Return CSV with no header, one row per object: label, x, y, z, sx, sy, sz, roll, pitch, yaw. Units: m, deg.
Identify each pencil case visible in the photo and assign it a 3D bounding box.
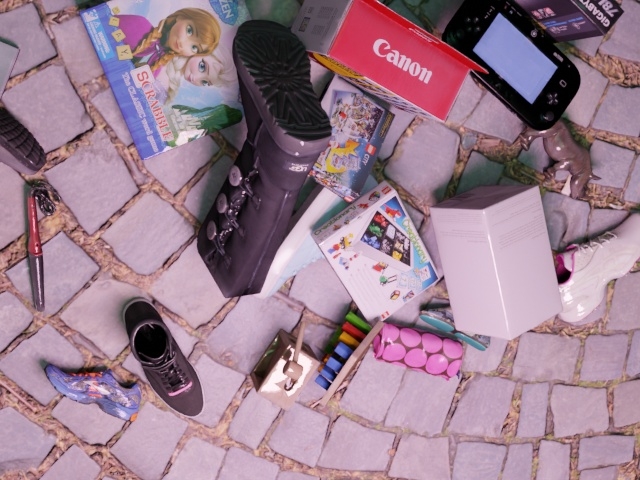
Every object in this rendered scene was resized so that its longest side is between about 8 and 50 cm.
pencil case,0.217,0.252,2.017,0.209,0.095,0.098,17,113,-11

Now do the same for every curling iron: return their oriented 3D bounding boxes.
curling iron,-0.575,0.016,1.842,0.068,0.035,0.274,4,99,-12

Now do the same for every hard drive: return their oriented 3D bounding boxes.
hard drive,-0.665,-0.335,1.767,0.094,0.022,0.135,22,96,-14

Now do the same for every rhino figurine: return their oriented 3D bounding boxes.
rhino figurine,0.550,-0.183,2.010,0.106,0.073,0.243,-41,106,2

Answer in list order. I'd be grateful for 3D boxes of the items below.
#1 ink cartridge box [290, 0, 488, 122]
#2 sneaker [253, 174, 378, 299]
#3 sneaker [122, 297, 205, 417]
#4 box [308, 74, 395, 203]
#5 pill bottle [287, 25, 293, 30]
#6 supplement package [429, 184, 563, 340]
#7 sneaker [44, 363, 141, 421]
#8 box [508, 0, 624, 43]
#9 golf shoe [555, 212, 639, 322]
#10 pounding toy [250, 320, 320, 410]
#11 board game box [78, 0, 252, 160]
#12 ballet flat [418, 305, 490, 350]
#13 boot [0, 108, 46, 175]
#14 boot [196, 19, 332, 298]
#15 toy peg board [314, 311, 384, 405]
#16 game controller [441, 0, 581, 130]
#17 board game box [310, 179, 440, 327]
ink cartridge box,0.128,-0.359,1.754,0.309,0.272,0.130,23,95,-30
sneaker,0.000,0.000,1.902,0.150,0.135,0.366,38,91,-10
sneaker,-0.328,0.270,1.880,0.104,0.147,0.296,-28,105,-7
box,0.046,-0.213,1.853,0.159,0.044,0.233,33,59,-13
pill bottle,-0.049,-0.412,1.851,0.120,0.067,0.067,-18,103,-7
supplement package,0.381,0.042,1.940,0.177,0.175,0.293,-22,105,-32
sneaker,-0.481,0.308,1.901,0.221,0.083,0.087,27,81,-20
box,0.426,-0.525,1.808,0.293,0.295,0.073,39,89,-16
golf shoe,0.632,0.042,2.049,0.140,0.115,0.306,40,90,-12
pounding toy,-0.052,0.267,1.903,0.094,0.206,0.181,33,92,-15
board game box,-0.278,-0.366,1.814,0.318,0.066,0.319,-23,105,-6
ballet flat,0.310,0.187,2.042,0.188,0.070,0.070,30,93,-17
boot,-0.723,-0.177,1.743,0.338,0.118,0.223,35,104,-6
boot,-0.138,-0.154,1.764,0.146,0.367,0.445,2,139,-21
toy peg board,0.044,0.246,1.932,0.079,0.160,0.161,36,125,9
game controller,0.399,-0.376,1.853,0.319,0.067,0.166,38,91,-17
board game box,0.124,0.036,1.906,0.193,0.053,0.305,-35,133,-4
